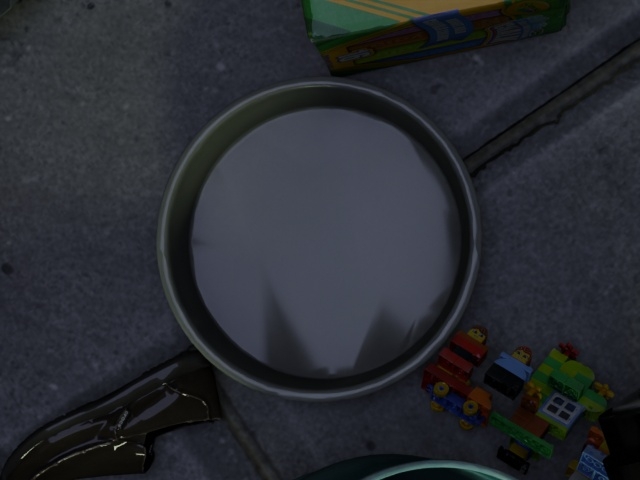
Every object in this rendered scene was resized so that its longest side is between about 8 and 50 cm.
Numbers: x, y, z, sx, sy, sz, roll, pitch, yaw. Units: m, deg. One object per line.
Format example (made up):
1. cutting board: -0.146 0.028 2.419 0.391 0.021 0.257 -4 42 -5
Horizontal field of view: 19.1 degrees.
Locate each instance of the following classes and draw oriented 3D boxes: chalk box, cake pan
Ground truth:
1. chalk box: 0.124 -0.269 1.664 0.289 0.179 0.180 -12 84 6
2. cake pan: 0.000 0.000 1.715 0.293 0.054 0.293 -1 84 6

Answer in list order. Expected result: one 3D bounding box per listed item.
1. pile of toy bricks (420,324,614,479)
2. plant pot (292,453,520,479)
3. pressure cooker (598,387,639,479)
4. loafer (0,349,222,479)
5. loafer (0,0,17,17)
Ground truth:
1. pile of toy bricks: 0.201 0.136 1.664 0.212 0.118 0.105 31 56 17
2. plant pot: 0.045 0.290 1.501 0.272 0.255 0.271 -1 92 -17
3. pressure cooker: 0.425 0.194 1.489 0.376 0.370 0.420 -21 86 0
4. loafer: -0.185 0.179 1.706 0.220 0.080 0.078 -30 81 3
5. loafer: -0.264 -0.284 1.757 0.303 0.095 0.109 -30 116 0
